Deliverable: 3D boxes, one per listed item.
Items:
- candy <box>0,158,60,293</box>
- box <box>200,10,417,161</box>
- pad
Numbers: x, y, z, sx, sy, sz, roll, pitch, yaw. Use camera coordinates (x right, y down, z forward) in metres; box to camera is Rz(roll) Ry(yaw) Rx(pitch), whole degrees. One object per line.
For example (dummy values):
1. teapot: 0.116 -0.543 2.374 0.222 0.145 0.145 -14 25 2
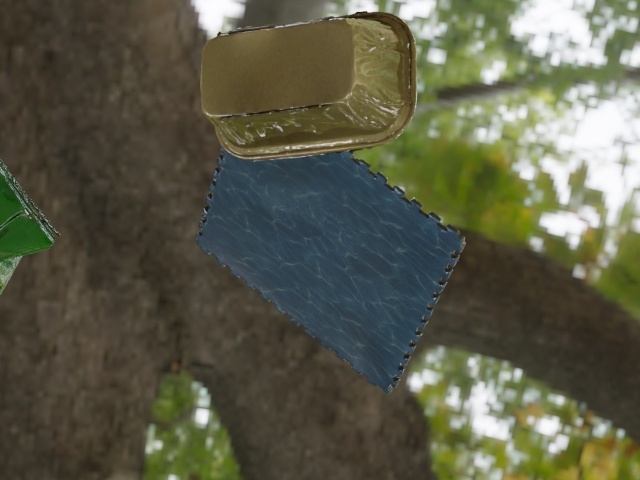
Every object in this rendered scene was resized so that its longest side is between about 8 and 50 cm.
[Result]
1. candy: -0.405 -0.003 2.046 0.141 0.203 0.078 46 -144 0
2. box: -0.012 -0.122 1.316 0.177 0.111 0.111 -4 -163 26
3. pad: 0.000 0.000 1.644 0.269 0.269 0.012 37 -129 16
